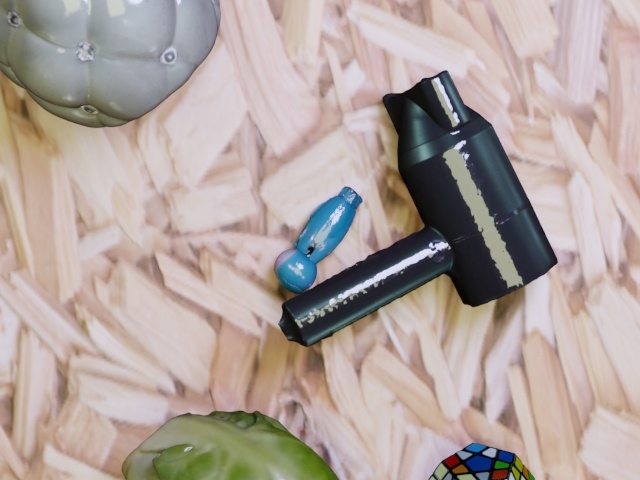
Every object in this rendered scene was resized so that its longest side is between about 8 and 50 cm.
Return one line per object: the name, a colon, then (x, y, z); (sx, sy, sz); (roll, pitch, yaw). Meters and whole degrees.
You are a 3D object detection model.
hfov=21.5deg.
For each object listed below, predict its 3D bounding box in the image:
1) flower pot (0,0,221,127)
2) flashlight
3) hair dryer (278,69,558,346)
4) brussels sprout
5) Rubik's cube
flower pot: (-0.224, -0.240, 1.688); (0.246, 0.246, 0.195); (-42, 119, -2)
flashlight: (0.000, 0.000, 1.814); (0.051, 0.051, 0.129); (40, 83, -5)
hair dryer: (0.070, -0.017, 1.768); (0.302, 0.116, 0.244); (-29, 93, -14)
brussels sprout: (-0.086, 0.283, 1.732); (0.244, 0.244, 0.244); (0, 92, -5)
Rubik's cube: (0.172, 0.283, 1.804); (0.133, 0.133, 0.112); (-7, 120, -5)
